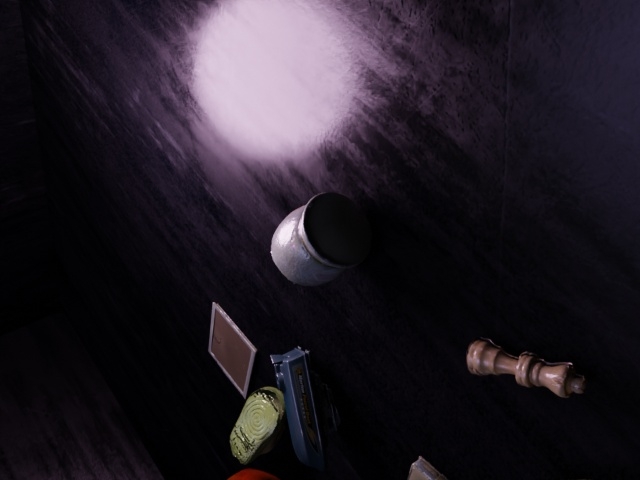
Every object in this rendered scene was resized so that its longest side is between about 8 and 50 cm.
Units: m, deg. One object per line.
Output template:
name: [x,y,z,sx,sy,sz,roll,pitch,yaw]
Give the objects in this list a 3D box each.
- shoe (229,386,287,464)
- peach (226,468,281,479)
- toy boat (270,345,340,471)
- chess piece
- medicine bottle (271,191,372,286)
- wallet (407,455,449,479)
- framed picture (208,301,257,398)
shoe: [-0.173,0.522,1.519,0.140,0.128,0.262,38,108,19]
peach: [-0.181,0.884,1.606,0.372,0.290,0.373,28,133,34]
toy boat: [-0.024,0.402,1.256,0.114,0.122,0.296,163,93,-76]
chess piece: [0.304,0.190,0.782,0.172,0.060,0.060,6,116,47]
medicine bottle: [0.000,0.000,0.964,0.143,0.147,0.147,-35,82,53]
wallet: [0.245,0.516,1.063,0.155,0.039,0.110,36,139,34]
framed picture: [-0.274,0.340,1.624,0.216,0.016,0.273,44,140,25]
